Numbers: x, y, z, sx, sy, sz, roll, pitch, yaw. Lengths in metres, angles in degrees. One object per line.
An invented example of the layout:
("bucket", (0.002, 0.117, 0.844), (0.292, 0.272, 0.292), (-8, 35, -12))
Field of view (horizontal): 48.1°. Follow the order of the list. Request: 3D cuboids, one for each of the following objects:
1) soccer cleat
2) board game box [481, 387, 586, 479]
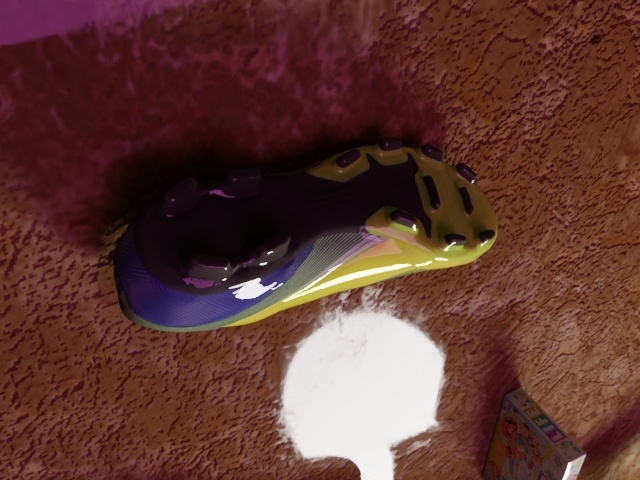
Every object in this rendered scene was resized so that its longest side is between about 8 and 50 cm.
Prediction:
("soccer cleat", (-0.001, -0.001, 0.490), (0.289, 0.093, 0.121), (-9, 157, -35))
("board game box", (0.239, 0.259, 0.821), (0.026, 0.103, 0.154), (-16, 130, -24))
